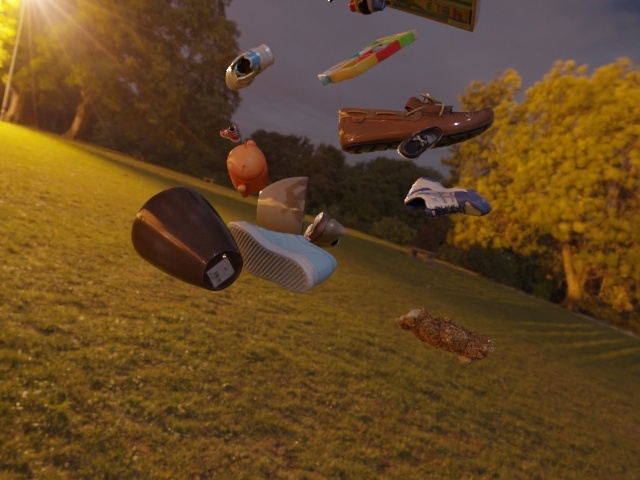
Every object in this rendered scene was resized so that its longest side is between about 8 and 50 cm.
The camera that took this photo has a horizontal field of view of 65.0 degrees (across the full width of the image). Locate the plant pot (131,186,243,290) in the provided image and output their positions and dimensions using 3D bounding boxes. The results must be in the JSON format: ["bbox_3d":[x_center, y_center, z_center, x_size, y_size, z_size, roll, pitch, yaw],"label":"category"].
[{"bbox_3d":[-0.292,0.017,1.183,0.230,0.215,0.215,35,16,37],"label":"plant pot"}]

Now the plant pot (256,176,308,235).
[{"bbox_3d":[-0.159,-0.132,2.075,0.191,0.283,0.284,7,4,0],"label":"plant pot"}]

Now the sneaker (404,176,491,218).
[{"bbox_3d":[0.423,-0.115,1.692,0.297,0.131,0.111,20,-28,43],"label":"sneaker"}]

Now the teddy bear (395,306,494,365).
[{"bbox_3d":[0.418,0.334,1.726,0.338,0.113,0.245,30,-26,-16],"label":"teddy bear"}]

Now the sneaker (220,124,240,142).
[{"bbox_3d":[-0.386,-0.460,2.111,0.119,0.042,0.067,29,-30,33],"label":"sneaker"}]

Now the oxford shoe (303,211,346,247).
[{"bbox_3d":[0.000,0.000,2.303,0.147,0.140,0.397,26,-19,-8],"label":"oxford shoe"}]

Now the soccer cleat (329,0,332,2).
[{"bbox_3d":[0.020,-0.962,1.747,0.116,0.143,0.331,13,42,-39],"label":"soccer cleat"}]

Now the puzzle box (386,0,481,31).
[{"bbox_3d":[0.336,-0.845,1.679,0.409,0.052,0.272,24,-2,16],"label":"puzzle box"}]

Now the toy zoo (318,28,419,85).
[{"bbox_3d":[0.120,-0.526,1.467,0.192,0.293,0.030,21,-37,60],"label":"toy zoo"}]

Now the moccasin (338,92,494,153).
[{"bbox_3d":[0.234,-0.303,1.255,0.381,0.146,0.139,-2,0,18],"label":"moccasin"}]

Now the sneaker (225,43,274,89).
[{"bbox_3d":[-0.236,-0.516,1.513,0.092,0.087,0.229,-37,13,-35],"label":"sneaker"}]

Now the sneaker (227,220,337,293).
[{"bbox_3d":[-0.108,0.033,1.376,0.150,0.135,0.366,-20,37,-41],"label":"sneaker"}]

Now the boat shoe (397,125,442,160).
[{"bbox_3d":[0.198,-0.193,0.984,0.125,0.038,0.046,-28,75,-40],"label":"boat shoe"}]

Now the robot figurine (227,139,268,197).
[{"bbox_3d":[-0.238,-0.235,1.650,0.128,0.158,0.219,45,-14,12],"label":"robot figurine"}]

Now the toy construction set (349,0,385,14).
[{"bbox_3d":[0.128,-0.838,1.460,0.237,0.257,0.309,49,0,-42],"label":"toy construction set"}]
